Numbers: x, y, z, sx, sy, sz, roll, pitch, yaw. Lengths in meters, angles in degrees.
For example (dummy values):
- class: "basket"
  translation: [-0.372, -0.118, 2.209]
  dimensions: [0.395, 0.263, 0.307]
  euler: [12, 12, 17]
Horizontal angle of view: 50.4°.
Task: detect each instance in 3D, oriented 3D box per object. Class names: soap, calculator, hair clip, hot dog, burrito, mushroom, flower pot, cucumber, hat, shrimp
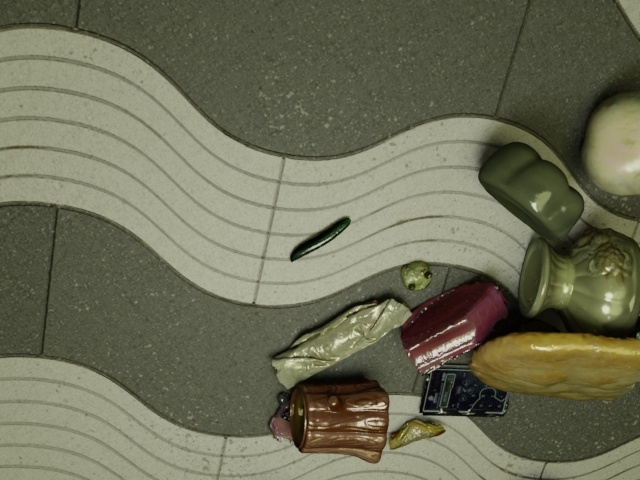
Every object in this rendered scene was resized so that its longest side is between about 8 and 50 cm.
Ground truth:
- class: "soap"
  translation: [0.351, 0.215, 1.773]
  dimensions: [0.289, 0.182, 0.112]
  euler: [-29, 111, 7]
- class: "calculator"
  translation: [0.423, 0.430, 1.945]
  dimensions: [0.274, 0.028, 0.165]
  euler: [4, 109, -12]
- class: "hair clip"
  translation: [-0.053, 0.506, 1.878]
  dimensions: [0.187, 0.056, 0.146]
  euler: [23, 105, -9]
- class: "hot dog"
  translation: [0.270, 0.543, 1.939]
  dimensions: [0.169, 0.061, 0.078]
  euler: [-17, 154, -3]
- class: "burrito"
  translation: [0.053, 0.257, 1.786]
  dimensions: [0.392, 0.076, 0.117]
  euler: [-30, 112, 2]
- class: "mushroom"
  translation: [0.783, -0.244, 1.688]
  dimensions: [0.260, 0.234, 0.253]
  euler: [-27, 82, 40]
- class: "flower pot"
  translation: [0.655, 0.110, 1.741]
  dimensions: [0.244, 0.307, 0.307]
  euler: [7, 109, 2]
- class: "cucumber"
  translation: [0.000, 0.000, 1.704]
  dimensions: [0.184, 0.036, 0.033]
  euler: [-32, 120, 1]
- class: "hat"
  translation: [0.253, 0.098, 1.776]
  dimensions: [0.077, 0.059, 0.076]
  euler: [-17, 107, 1]
- class: "shrimp"
  translation: [0.651, 0.338, 1.944]
  dimensions: [0.296, 0.058, 0.169]
  euler: [37, 98, -17]

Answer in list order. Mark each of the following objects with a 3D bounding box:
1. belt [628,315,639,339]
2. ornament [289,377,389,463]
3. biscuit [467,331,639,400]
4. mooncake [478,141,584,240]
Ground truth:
- class: "belt"
  translation: [0.842, 0.261, 1.936]
  dimensions: [0.199, 0.078, 0.151]
  euler: [22, 103, -19]
- class: "ornament"
  translation: [0.045, 0.459, 1.767]
  dimensions: [0.218, 0.235, 0.221]
  euler: [3, 148, -16]
- class: "biscuit"
  translation: [0.607, 0.326, 1.730]
  dimensions: [0.447, 0.429, 0.103]
  euler: [5, 66, 1]
- class: "mooncake"
  translation: [0.511, -0.119, 1.638]
  dimensions: [0.275, 0.275, 0.135]
  euler: [42, 95, -21]
